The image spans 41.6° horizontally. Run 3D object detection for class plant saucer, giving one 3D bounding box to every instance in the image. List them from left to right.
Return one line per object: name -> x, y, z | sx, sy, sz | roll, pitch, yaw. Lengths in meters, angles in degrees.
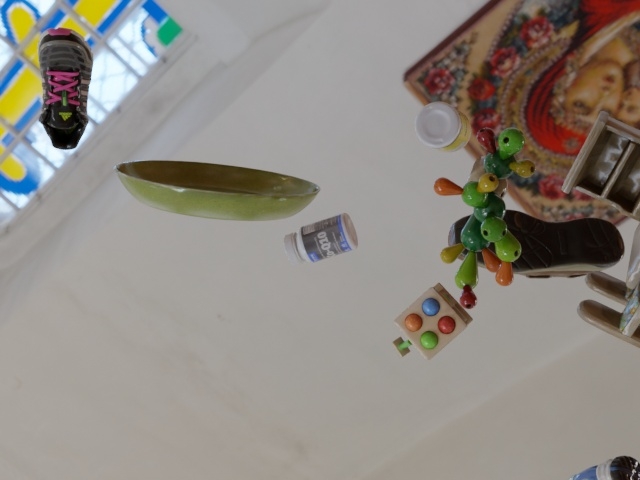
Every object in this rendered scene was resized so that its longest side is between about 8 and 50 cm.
plant saucer -> -0.121, -0.058, 0.992 | 0.241, 0.037, 0.241 | 7, -169, -1

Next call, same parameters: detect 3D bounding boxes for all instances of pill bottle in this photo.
pill bottle -> 0.000, 0.000, 1.699 | 0.078, 0.137, 0.078 | -18, -90, -76
pill bottle -> 0.180, -0.160, 1.207 | 0.065, 0.065, 0.116 | 58, -162, 11

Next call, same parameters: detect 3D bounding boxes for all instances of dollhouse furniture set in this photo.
dollhouse furniture set -> 0.369, -0.039, 0.990 | 0.161, 0.212, 0.242 | 26, -147, 11

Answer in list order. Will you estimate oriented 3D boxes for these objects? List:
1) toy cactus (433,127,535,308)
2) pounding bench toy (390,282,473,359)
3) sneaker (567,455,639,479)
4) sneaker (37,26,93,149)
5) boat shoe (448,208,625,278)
toy cactus -> 0.190, -0.045, 1.003 | 0.180, 0.112, 0.219 | -75, -14, -59
pounding bench toy -> 0.101, 0.090, 0.836 | 0.052, 0.083, 0.065 | 48, -167, 10
sneaker -> 0.352, 0.329, 0.934 | 0.211, 0.081, 0.080 | 58, -138, -7
sneaker -> -0.299, -0.171, 0.989 | 0.063, 0.170, 0.075 | 1, -126, -16
boat shoe -> 0.397, 0.023, 1.574 | 0.324, 0.120, 0.122 | 5, -112, -5
